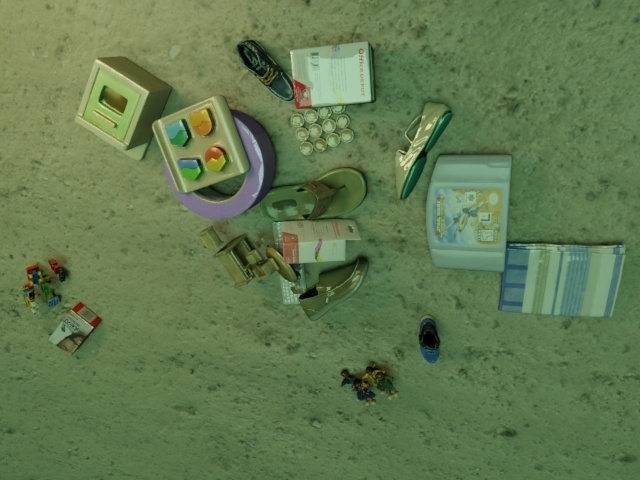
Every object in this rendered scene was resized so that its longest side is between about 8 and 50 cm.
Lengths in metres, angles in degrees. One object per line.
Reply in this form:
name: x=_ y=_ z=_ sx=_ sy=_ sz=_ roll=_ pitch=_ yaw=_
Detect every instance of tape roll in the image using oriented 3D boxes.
tape roll: x=-0.257 y=-0.196 z=1.275 sx=0.274 sy=0.090 sz=0.275 roll=4 pitch=106 yaw=15

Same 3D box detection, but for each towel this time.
towel: x=0.611 y=0.100 z=1.273 sx=0.284 sy=0.034 sz=0.209 roll=1 pitch=115 yaw=13

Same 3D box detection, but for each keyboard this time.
keyboard: x=-0.084 y=0.066 z=1.409 sx=0.072 sy=0.014 sz=0.256 roll=-1 pitch=112 yaw=12

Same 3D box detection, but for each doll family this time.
doll family: x=0.138 y=0.425 z=1.482 sx=0.193 sy=0.076 sz=0.111 roll=-29 pitch=109 yaw=24

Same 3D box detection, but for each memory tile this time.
memory tile: x=0.005 y=-0.282 z=1.247 sx=0.147 sy=0.012 sz=0.113 roll=-14 pitch=109 yaw=16

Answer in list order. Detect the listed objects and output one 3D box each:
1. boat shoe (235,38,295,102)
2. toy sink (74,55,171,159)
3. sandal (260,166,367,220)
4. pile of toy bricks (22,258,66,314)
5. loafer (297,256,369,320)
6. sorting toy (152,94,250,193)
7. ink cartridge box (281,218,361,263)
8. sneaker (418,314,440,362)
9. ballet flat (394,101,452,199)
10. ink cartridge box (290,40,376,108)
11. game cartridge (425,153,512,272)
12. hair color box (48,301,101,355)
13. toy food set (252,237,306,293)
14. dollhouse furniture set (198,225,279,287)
boat shoe: x=-0.129 y=-0.398 z=1.186 sx=0.065 sy=0.083 sz=0.183 roll=-40 pitch=100 yaw=23
toy sink: x=-0.513 y=-0.323 z=1.269 sx=0.152 sy=0.131 sz=0.234 roll=33 pitch=115 yaw=-2
sandal: x=-0.021 y=-0.102 z=1.284 sx=0.302 sy=0.086 sz=0.120 roll=-14 pitch=104 yaw=19
pile of toy bricks: x=-0.881 y=0.121 z=1.558 sx=0.105 sy=0.118 sz=0.212 roll=44 pitch=134 yaw=22
loafer: x=0.030 y=0.126 z=1.366 sx=0.087 sy=0.094 sz=0.251 roll=42 pitch=114 yaw=-12
sorting toy: x=-0.295 y=-0.228 z=1.207 sx=0.208 sy=0.038 sz=0.193 roll=-16 pitch=101 yaw=19
ink cartridge box: x=0.000 y=0.000 z=1.290 sx=0.198 sy=0.115 sz=0.067 roll=-3 pitch=122 yaw=-5
sneaker: x=0.304 y=0.294 z=1.386 sx=0.058 sy=0.085 sz=0.152 roll=-1 pitch=112 yaw=12
ballet flat: x=0.229 y=-0.220 z=1.200 sx=0.086 sy=0.086 sz=0.249 roll=26 pitch=113 yaw=0
ink cartridge box: x=0.035 y=-0.372 z=1.134 sx=0.176 sy=0.127 sz=0.128 roll=-1 pitch=104 yaw=13
game cartridge: x=0.362 y=-0.065 z=1.231 sx=0.198 sy=0.062 sz=0.297 roll=1 pitch=110 yaw=14
hair color box: x=-0.803 y=0.292 z=1.627 sx=0.093 sy=0.053 sz=0.167 roll=41 pitch=115 yaw=-8
toy food set: x=-0.100 y=0.060 z=1.343 sx=0.038 sy=0.132 sz=0.192 roll=-40 pitch=98 yaw=-18
dollhouse furniture set: x=-0.205 y=0.014 z=1.343 sx=0.160 sy=0.101 sz=0.182 roll=-19 pitch=109 yaw=42
